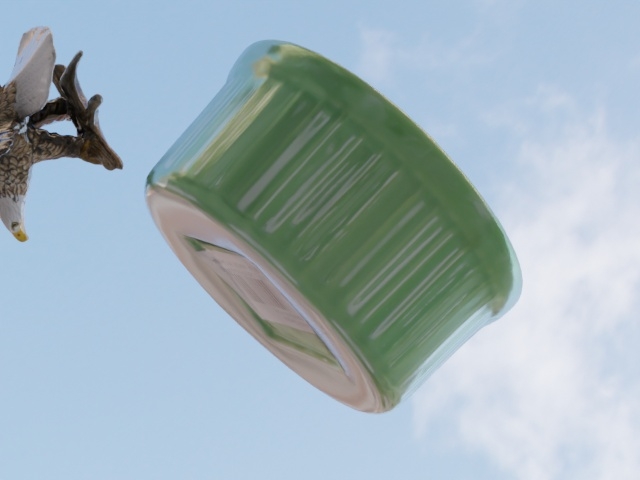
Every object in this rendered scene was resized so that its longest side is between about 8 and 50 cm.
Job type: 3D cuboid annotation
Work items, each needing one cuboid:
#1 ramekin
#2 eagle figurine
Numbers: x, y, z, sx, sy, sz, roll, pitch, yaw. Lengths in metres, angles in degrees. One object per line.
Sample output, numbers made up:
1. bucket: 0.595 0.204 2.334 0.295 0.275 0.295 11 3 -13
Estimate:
1. ramekin: 0.000 0.000 1.206 0.303 0.303 0.148 43 -105 2
2. eagle figurine: -0.369 -0.079 1.584 0.298 0.226 0.225 -19 -88 -15
